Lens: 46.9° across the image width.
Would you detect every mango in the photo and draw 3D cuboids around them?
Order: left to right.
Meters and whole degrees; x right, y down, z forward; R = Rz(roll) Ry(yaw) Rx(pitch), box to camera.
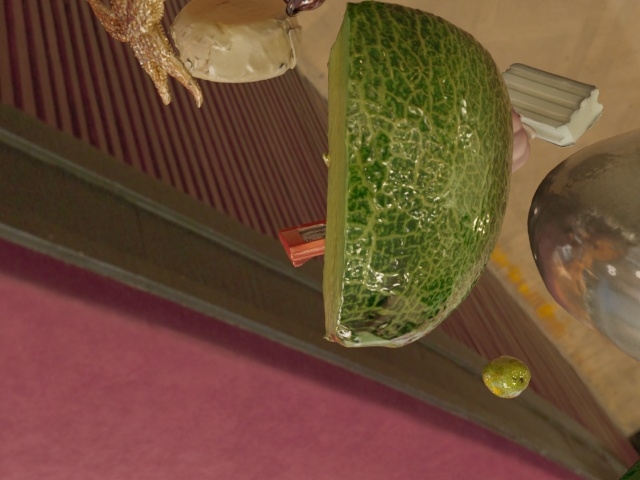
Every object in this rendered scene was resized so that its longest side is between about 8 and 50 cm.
[{"bbox_3d":[0.370,0.274,1.487,0.091,0.074,0.165,24,166,3],"label":"mango"}]

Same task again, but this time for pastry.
[{"bbox_3d":[-0.164,-0.402,1.455,0.265,0.265,0.133,-10,126,-17],"label":"pastry"}]

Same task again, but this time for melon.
[{"bbox_3d":[0.097,-0.054,0.845,0.226,0.343,0.331,-10,166,30],"label":"melon"}]

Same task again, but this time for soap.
[{"bbox_3d":[0.552,-0.338,1.837,0.150,0.261,0.094,-51,138,-5],"label":"soap"}]

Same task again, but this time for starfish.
[{"bbox_3d":[-0.307,-0.351,1.245,0.060,0.299,0.302,-40,115,-32],"label":"starfish"}]

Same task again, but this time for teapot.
[{"bbox_3d":[0.236,-0.045,0.383,0.183,0.183,0.250,21,107,-41],"label":"teapot"}]

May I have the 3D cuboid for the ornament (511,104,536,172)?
[{"bbox_3d":[0.373,-0.224,1.584,0.178,0.177,0.177,-15,139,-13],"label":"ornament"}]

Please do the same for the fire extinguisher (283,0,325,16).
[{"bbox_3d":[-0.002,-0.509,1.309,0.105,0.341,0.141,26,138,-12],"label":"fire extinguisher"}]

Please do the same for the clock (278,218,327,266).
[{"bbox_3d":[0.000,0.000,1.565,0.155,0.113,0.061,-16,113,-9],"label":"clock"}]

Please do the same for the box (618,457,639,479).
[{"bbox_3d":[0.478,0.347,0.907,0.132,0.235,0.034,-47,119,3],"label":"box"}]
